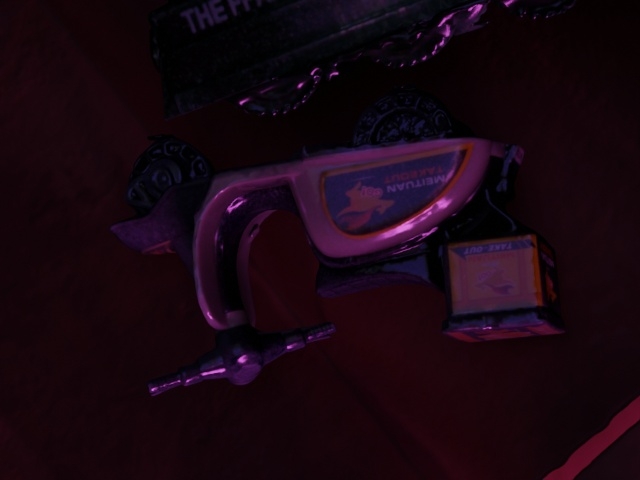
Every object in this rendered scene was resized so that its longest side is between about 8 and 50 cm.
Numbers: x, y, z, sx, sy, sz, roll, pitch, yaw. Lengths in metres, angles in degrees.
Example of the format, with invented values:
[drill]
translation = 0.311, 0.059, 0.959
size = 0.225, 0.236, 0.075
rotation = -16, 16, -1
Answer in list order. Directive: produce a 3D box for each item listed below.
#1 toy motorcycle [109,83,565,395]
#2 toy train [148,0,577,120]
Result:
[toy motorcycle]
translation = 0.000, 0.000, 1.033
size = 0.263, 0.091, 0.157
rotation = -9, 78, 18
[toy train]
translation = 0.033, -0.185, 0.978
size = 0.330, 0.138, 0.178
rotation = -19, 99, 25
